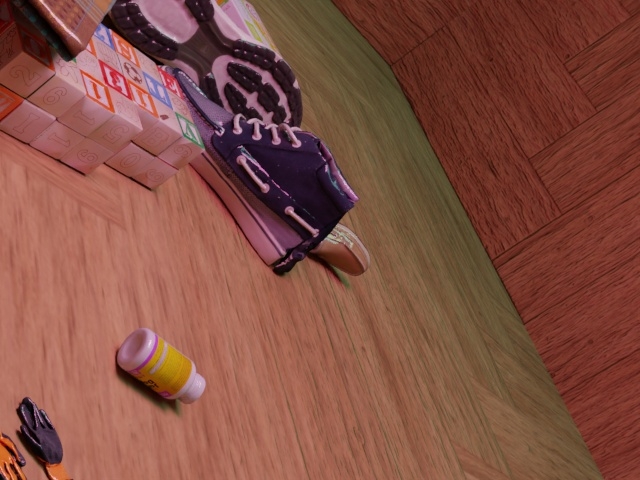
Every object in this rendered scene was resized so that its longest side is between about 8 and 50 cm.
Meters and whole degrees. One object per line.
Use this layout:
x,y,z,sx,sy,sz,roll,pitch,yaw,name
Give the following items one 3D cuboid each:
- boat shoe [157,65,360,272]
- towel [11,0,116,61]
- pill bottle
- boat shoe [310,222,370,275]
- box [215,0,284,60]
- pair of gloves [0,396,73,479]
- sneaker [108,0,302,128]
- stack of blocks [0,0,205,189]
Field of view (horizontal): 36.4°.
-0.088,-0.133,1.357,0.340,0.158,0.127,53,16,-8,boat shoe
-0.301,-0.347,0.986,0.271,0.040,0.370,49,20,-25,towel
-0.146,0.120,0.906,0.083,0.043,0.043,43,20,-33,pill bottle
0.000,0.000,1.535,0.190,0.068,0.072,40,32,-15,boat shoe
-0.141,-0.323,1.680,0.203,0.103,0.114,61,18,21,box
-0.217,0.150,0.710,0.074,0.010,0.083,59,16,13,pair of gloves
-0.176,-0.291,1.490,0.410,0.158,0.182,49,-1,-35,sneaker
-0.259,-0.164,1.068,0.297,0.087,0.171,33,27,-52,stack of blocks
